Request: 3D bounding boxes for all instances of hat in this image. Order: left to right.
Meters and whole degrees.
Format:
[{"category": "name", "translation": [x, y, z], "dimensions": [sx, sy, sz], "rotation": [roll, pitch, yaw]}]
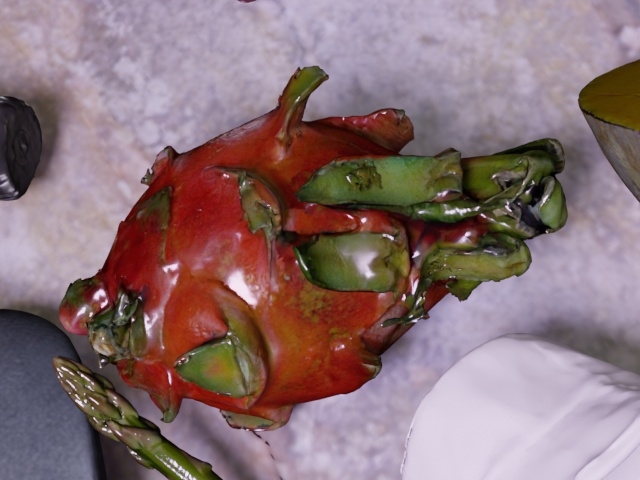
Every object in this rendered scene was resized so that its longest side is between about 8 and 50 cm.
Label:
[{"category": "hat", "translation": [0.120, 0.127, 0.665], "dimensions": [0.203, 0.203, 0.126], "rotation": [-45, 50, -8]}]

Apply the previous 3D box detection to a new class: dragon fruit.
[{"category": "dragon fruit", "translation": [-0.006, 0.008, 0.713], "dimensions": [0.269, 0.198, 0.200], "rotation": [-9, 20, 40]}]

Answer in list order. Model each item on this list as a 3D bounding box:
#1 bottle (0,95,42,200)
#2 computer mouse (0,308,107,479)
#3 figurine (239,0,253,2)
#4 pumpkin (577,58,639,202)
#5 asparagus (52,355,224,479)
[{"category": "bottle", "translation": [-0.321, -0.062, 0.869], "dimensions": [0.260, 0.112, 0.112], "rotation": [1, 67, 14]}, {"category": "computer mouse", "translation": [-0.206, 0.209, 0.724], "dimensions": [0.203, 0.114, 0.374], "rotation": [-14, 65, 7]}, {"category": "figurine", "translation": [-0.140, -0.239, 0.908], "dimensions": [0.234, 0.127, 0.185], "rotation": [-13, 72, -4]}, {"category": "pumpkin", "translation": [0.262, -0.052, 0.721], "dimensions": [0.217, 0.217, 0.110], "rotation": [-9, 104, 10]}, {"category": "asparagus", "translation": [-0.063, 0.146, 0.727], "dimensions": [0.236, 0.034, 0.027], "rotation": [40, 71, 1]}]
